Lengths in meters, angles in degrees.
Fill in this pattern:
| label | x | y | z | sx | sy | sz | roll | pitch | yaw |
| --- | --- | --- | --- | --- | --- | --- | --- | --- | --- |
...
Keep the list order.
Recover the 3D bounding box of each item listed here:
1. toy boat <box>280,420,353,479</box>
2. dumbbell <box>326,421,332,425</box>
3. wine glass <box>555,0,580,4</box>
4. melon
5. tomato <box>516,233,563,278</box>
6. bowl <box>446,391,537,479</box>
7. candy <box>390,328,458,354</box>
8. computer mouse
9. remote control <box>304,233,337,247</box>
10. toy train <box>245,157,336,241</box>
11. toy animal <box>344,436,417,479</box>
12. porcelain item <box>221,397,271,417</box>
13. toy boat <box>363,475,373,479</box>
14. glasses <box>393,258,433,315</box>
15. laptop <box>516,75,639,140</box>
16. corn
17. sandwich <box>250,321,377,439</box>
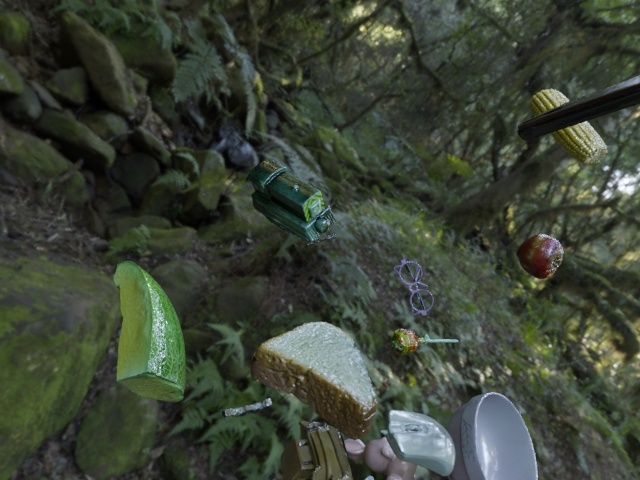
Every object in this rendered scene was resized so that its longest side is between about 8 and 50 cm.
| label | x | y | z | sx | sy | sz | roll | pitch | yaw |
| --- | --- | --- | --- | --- | --- | --- | --- | --- | --- |
| toy boat | -0.014 | 0.553 | 1.411 | 0.445 | 0.162 | 0.135 | -154 | -121 | -85 |
| dumbbell | 0.039 | 0.384 | 1.386 | 0.052 | 0.117 | 0.046 | 1 | -6 | -11 |
| wine glass | 0.610 | -0.697 | 1.429 | 0.093 | 0.093 | 0.202 | 31 | 51 | -74 |
| melon | -0.359 | 0.168 | 1.203 | 0.196 | 0.124 | 0.323 | 84 | -11 | -56 |
| tomato | 0.419 | 0.028 | 1.109 | 0.075 | 0.087 | 0.087 | 36 | -4 | 43 |
| bowl | 0.404 | 0.533 | 1.438 | 0.287 | 0.144 | 0.286 | 25 | 53 | -40 |
| candy | 0.248 | 0.237 | 1.354 | 0.201 | 0.060 | 0.060 | 5 | 29 | -33 |
| computer mouse | 0.168 | 0.323 | 0.946 | 0.182 | 0.056 | 0.089 | 30 | 24 | -34 |
| remote control | 0.000 | 0.000 | 1.655 | 0.039 | 0.096 | 0.014 | 129 | -59 | -77 |
| toy train | -0.104 | -0.133 | 1.877 | 0.330 | 0.138 | 0.178 | 31 | -28 | 35 |
| toy animal | 0.166 | 0.591 | 1.612 | 0.213 | 0.124 | 0.124 | 23 | -9 | 32 |
| porcelain item | -0.199 | 0.448 | 1.525 | 0.075 | 0.136 | 0.021 | -51 | -128 | 53 |
| toy boat | 0.157 | 0.820 | 1.765 | 0.134 | 0.078 | 0.207 | 27 | 29 | 6 |
| glasses | 0.224 | 0.104 | 1.382 | 0.104 | 0.063 | 0.139 | -30 | 98 | -83 |
| laptop | 0.367 | -0.178 | 0.710 | 0.207 | 0.154 | 0.026 | -12 | -78 | 60 |
| corn | 0.463 | -0.213 | 1.084 | 0.085 | 0.063 | 0.165 | 6 | 48 | -51 |
| sandwich | 0.031 | 0.275 | 1.202 | 0.289 | 0.099 | 0.254 | 23 | 15 | 33 |
